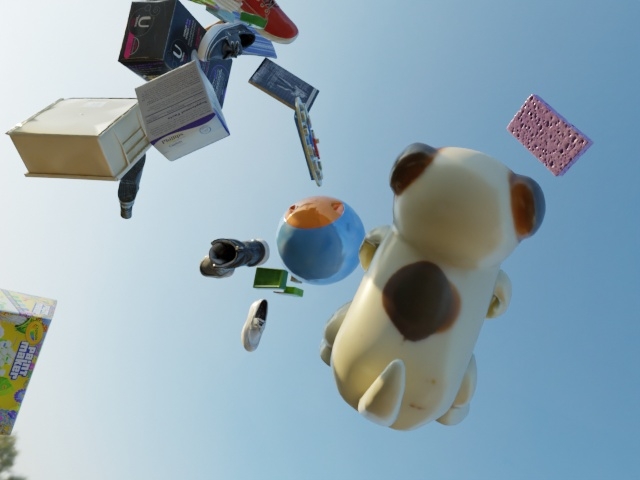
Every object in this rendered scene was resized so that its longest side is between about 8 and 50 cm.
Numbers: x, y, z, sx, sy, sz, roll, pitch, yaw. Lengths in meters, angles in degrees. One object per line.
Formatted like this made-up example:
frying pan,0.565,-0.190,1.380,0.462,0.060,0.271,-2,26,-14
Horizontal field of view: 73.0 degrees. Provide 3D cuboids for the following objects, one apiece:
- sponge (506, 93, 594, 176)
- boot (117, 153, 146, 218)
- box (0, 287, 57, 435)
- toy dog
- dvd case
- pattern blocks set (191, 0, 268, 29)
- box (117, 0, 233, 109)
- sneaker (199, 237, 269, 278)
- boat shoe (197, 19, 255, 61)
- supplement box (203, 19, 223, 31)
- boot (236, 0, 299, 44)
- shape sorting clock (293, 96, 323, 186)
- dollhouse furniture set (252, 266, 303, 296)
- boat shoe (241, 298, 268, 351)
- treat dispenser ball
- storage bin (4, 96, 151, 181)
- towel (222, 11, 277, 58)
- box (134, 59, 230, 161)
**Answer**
sponge,0.604,-0.282,1.156,0.210,0.031,0.117,61,-34,31
boot,-0.709,-0.214,1.603,0.161,0.084,0.246,142,-45,-58
box,-0.822,0.266,1.012,0.177,0.279,0.289,19,-91,62
toy dog,0.158,0.051,0.681,0.285,0.395,0.407,24,-83,26
dvd case,-0.120,-0.526,1.480,0.221,0.164,0.018,28,-41,-11
pattern blocks set,-0.243,-0.449,0.742,0.285,0.325,0.026,34,-74,42
box,-0.372,-0.480,1.149,0.143,0.270,0.165,8,-97,19
sneaker,-0.294,0.050,1.284,0.269,0.153,0.101,-17,-103,28
boat shoe,-0.231,-0.500,1.106,0.076,0.228,0.080,28,-53,-3
supplement box,-0.367,-0.789,1.623,0.080,0.233,0.078,64,-5,-35
boot,-0.157,-0.681,1.215,0.244,0.088,0.176,38,-21,1
shape sorting clock,-0.023,-0.225,0.996,0.040,0.206,0.206,-15,-78,3
dollhouse furniture set,-0.164,0.092,1.967,0.151,0.198,0.301,0,-107,32
boat shoe,-0.208,0.275,1.427,0.066,0.184,0.063,34,-46,-19
treat dispenser ball,0.000,0.000,1.376,0.288,0.288,0.288,19,-59,34
storage bin,-0.607,-0.281,1.142,0.262,0.260,0.123,4,-50,10
towel,-0.278,-0.761,1.423,0.040,0.243,0.336,-22,-82,30
box,-0.250,-0.234,0.784,0.072,0.126,0.137,62,5,-66
